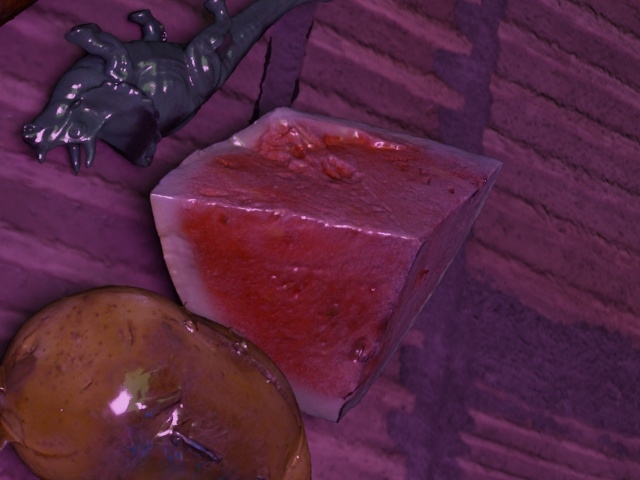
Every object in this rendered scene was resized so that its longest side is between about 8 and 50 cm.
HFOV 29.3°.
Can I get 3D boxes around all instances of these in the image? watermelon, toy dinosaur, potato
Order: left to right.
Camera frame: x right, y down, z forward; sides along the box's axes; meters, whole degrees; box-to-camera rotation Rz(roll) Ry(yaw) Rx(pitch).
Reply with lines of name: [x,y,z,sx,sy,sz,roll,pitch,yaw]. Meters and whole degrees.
potato: [-0.110,0.130,0.874,0.248,0.143,0.169,40,96,-26]
toy dinosaur: [-0.122,-0.153,0.973,0.292,0.079,0.120,-48,111,-27]
watermelon: [0.000,0.000,0.966,0.260,0.176,0.256,18,72,-3]

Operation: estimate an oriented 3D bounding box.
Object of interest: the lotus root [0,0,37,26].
lotus root: [-0.244,-0.261,0.857,0.196,0.179,0.397,47,59,-12]
